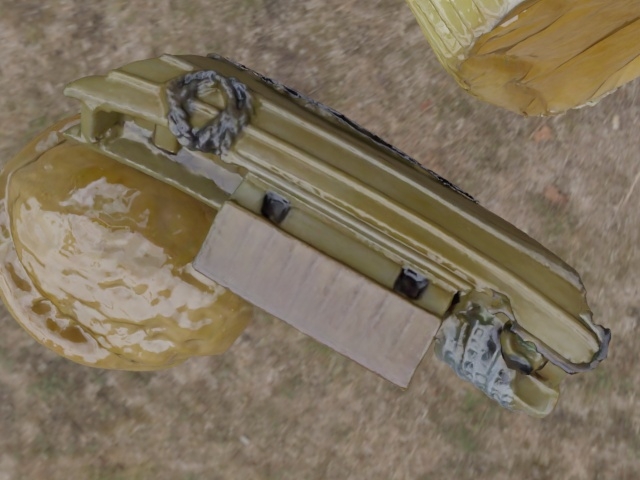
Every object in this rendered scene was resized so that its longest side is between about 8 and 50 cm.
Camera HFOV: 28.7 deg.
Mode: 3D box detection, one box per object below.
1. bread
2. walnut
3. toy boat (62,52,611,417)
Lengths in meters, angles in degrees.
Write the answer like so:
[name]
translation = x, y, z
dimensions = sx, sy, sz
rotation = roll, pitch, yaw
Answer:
[bread]
translation = 0.152, -0.194, 0.769
dimensions = 0.204, 0.288, 0.156
rotation = -33, 73, 30
[walnut]
translation = -0.172, -0.004, 1.128
dimensions = 0.257, 0.224, 0.257
rotation = 0, 90, -24
[toy boat]
translation = 0.000, 0.000, 0.956
dimensions = 0.445, 0.162, 0.136
rotation = 32, 152, 7
